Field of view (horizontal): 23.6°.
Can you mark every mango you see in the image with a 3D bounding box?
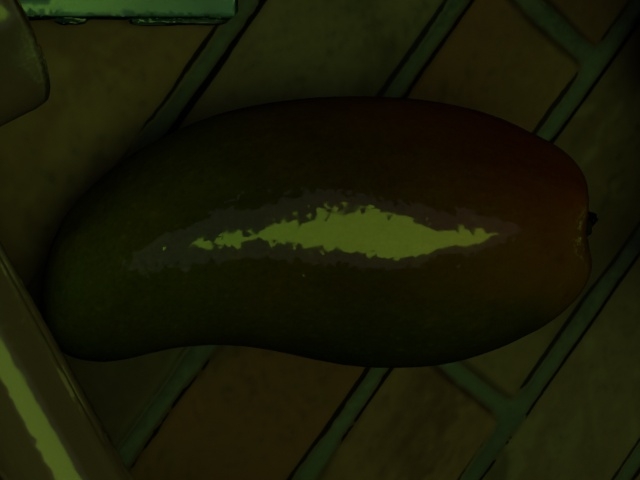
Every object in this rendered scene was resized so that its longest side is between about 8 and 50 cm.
[{"bbox_3d":[0.002,-0.005,0.802,0.289,0.129,0.146,3,122,-17],"label":"mango"}]

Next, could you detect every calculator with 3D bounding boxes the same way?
[{"bbox_3d":[-0.123,-0.136,0.777,0.172,0.018,0.057,-4,105,-23],"label":"calculator"}]

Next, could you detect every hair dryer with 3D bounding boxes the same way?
[{"bbox_3d":[-0.171,0.040,0.694,0.189,0.107,0.344,-30,99,-18],"label":"hair dryer"}]
